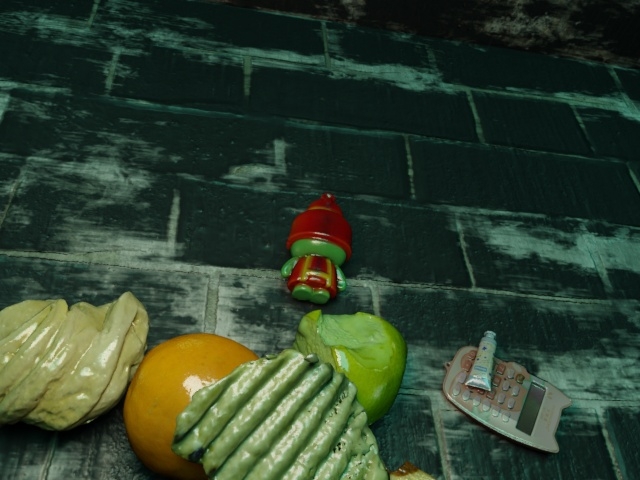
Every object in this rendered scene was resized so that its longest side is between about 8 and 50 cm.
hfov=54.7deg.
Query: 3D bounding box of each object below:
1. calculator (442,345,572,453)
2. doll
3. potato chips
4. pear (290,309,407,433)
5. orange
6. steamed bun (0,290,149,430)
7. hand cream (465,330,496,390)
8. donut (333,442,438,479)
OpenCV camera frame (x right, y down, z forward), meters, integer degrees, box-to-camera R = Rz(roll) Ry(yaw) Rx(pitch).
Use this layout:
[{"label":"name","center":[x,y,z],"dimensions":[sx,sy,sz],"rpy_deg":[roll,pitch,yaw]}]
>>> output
[{"label":"calculator","center":[0.468,0.400,1.593],"dimensions":[0.329,0.048,0.220],"rpy_deg":[29,51,13]},{"label":"doll","center":[0.000,0.001,1.725],"dimensions":[0.182,0.160,0.363],"rpy_deg":[11,49,-3]},{"label":"potato chips","center":[-0.061,0.395,1.177],"dimensions":[0.389,0.097,0.373],"rpy_deg":[-22,91,-26]},{"label":"pear","center":[0.100,0.284,1.471],"dimensions":[0.282,0.176,0.286],"rpy_deg":[1,36,-32]},{"label":"orange","center":[-0.252,0.343,1.291],"dimensions":[0.312,0.312,0.312],"rpy_deg":[7,50,-8]},{"label":"steamed bun","center":[-0.559,0.233,1.308],"dimensions":[0.372,0.230,0.325],"rpy_deg":[-9,33,3]},{"label":"hand cream","center":[0.426,0.311,1.609],"dimensions":[0.065,0.043,0.171],"rpy_deg":[9,49,21]},{"label":"donut","center":[0.108,0.523,1.320],"dimensions":[0.112,0.151,0.295],"rpy_deg":[9,11,-46]}]
